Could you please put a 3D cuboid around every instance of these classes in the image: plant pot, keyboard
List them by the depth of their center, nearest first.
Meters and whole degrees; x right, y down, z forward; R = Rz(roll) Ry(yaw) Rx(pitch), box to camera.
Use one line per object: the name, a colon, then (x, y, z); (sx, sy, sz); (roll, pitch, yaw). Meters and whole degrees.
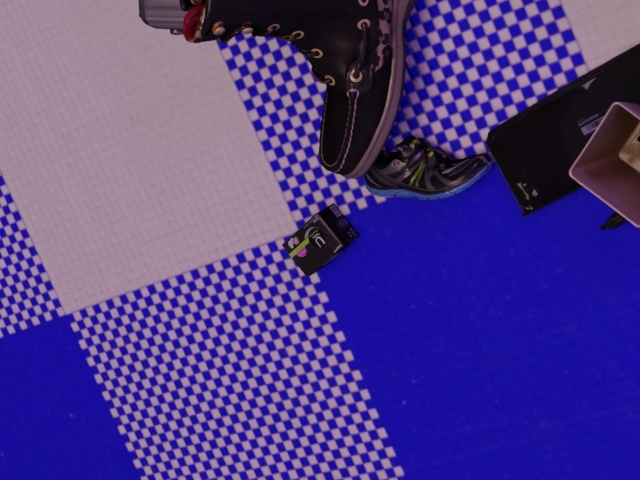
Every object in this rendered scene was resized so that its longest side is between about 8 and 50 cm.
plant pot: (0.377, -0.097, 1.673); (0.109, 0.096, 0.109); (40, 121, 18)
keyboard: (0.368, -0.113, 1.753); (0.317, 0.033, 0.201); (-29, 87, 37)

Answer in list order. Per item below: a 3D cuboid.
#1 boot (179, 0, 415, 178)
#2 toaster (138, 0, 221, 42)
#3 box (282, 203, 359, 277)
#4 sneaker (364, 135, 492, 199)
boot: (-0.033, -0.260, 1.774); (0.138, 0.284, 0.377); (-129, 45, -53)
toaster: (-0.152, -0.382, 1.909); (0.146, 0.129, 0.227); (12, 107, 23)
box: (0.000, 0.000, 2.005); (0.062, 0.052, 0.083); (51, 124, 5)
sneaker: (0.135, -0.098, 1.876); (0.188, 0.067, 0.078); (1, 115, 34)
